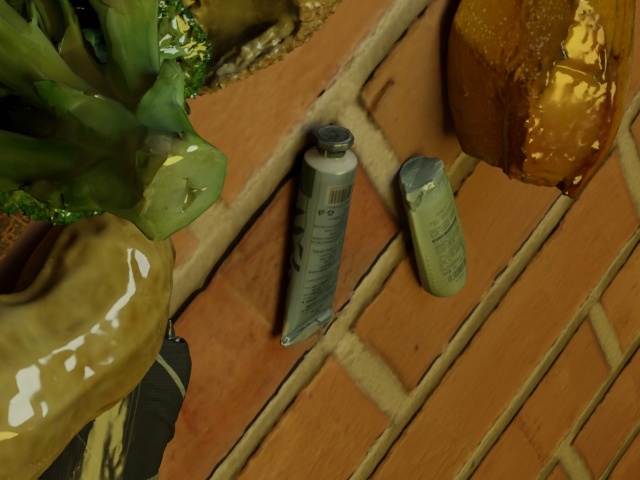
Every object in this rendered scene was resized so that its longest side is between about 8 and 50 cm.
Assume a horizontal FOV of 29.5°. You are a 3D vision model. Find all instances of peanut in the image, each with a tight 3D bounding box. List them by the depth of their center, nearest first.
[{"bbox_3d":[-0.221,0.088,0.967,0.305,0.147,0.147,-43,143,-33],"label":"peanut"}]

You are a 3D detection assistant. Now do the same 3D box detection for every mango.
[{"bbox_3d":[0.241,-0.224,1.308,0.199,0.201,0.350,-70,168,-71],"label":"mango"}]

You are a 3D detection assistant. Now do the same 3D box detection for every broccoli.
[{"bbox_3d":[-0.154,-0.104,0.768,0.254,0.269,0.269,-1,116,-49],"label":"broccoli"}]

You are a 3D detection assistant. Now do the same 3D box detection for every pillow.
[{"bbox_3d":[-0.207,0.231,1.119,0.161,0.093,0.335,12,93,-51],"label":"pillow"}]

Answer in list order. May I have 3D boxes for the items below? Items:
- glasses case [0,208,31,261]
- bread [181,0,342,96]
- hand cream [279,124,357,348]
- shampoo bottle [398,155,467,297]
[{"bbox_3d":[-0.225,-0.081,0.930,0.218,0.049,0.075,-55,151,-6],"label":"glasses case"},{"bbox_3d":[-0.035,-0.264,0.928,0.192,0.171,0.314,-19,130,-38],"label":"bread"},{"bbox_3d":[0.000,0.000,1.268,0.088,0.055,0.256,-34,141,-43],"label":"hand cream"},{"bbox_3d":[0.134,-0.012,1.427,0.072,0.049,0.212,-41,142,-18],"label":"shampoo bottle"}]
